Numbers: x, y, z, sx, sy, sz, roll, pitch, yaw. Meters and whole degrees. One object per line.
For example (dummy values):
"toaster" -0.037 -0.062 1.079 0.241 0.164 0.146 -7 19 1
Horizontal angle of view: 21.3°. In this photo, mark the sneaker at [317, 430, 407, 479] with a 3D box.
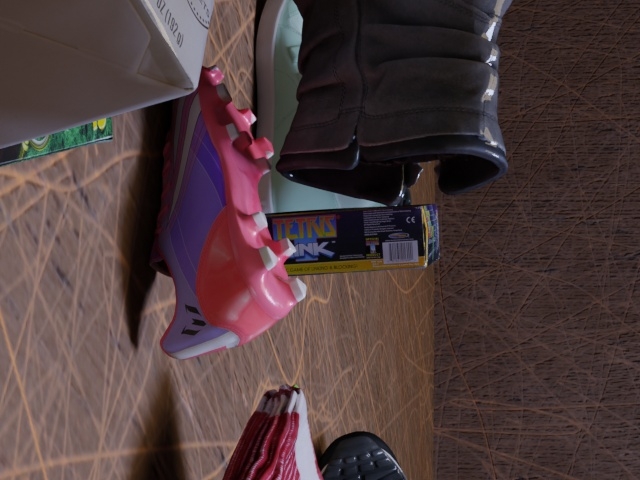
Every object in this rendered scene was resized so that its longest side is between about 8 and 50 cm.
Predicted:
"sneaker" 0.029 0.251 1.764 0.283 0.107 0.124 83 -6 -55

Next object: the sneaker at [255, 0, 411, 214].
"sneaker" 0.021 -0.121 1.518 0.094 0.151 0.256 67 21 -64

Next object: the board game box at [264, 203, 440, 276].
"board game box" 0.000 0.000 1.273 0.141 0.170 0.048 -24 110 -82

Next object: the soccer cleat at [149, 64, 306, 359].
"soccer cleat" -0.078 -0.026 1.118 0.083 0.095 0.248 51 14 -42

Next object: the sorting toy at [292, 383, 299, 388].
"sorting toy" -0.025 0.178 1.605 0.062 0.012 0.083 -4 92 -82

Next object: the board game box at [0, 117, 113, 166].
"board game box" -0.145 -0.103 0.786 0.260 0.030 0.136 -38 123 -80

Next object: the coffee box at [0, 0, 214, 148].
"coffee box" -0.110 -0.192 0.615 0.297 0.119 0.168 -84 154 -45

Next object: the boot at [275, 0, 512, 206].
"boot" 0.001 -0.141 1.148 0.118 0.338 0.222 18 82 -35

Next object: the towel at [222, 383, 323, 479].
"towel" -0.025 0.268 1.040 0.329 0.037 0.237 -67 145 -59
